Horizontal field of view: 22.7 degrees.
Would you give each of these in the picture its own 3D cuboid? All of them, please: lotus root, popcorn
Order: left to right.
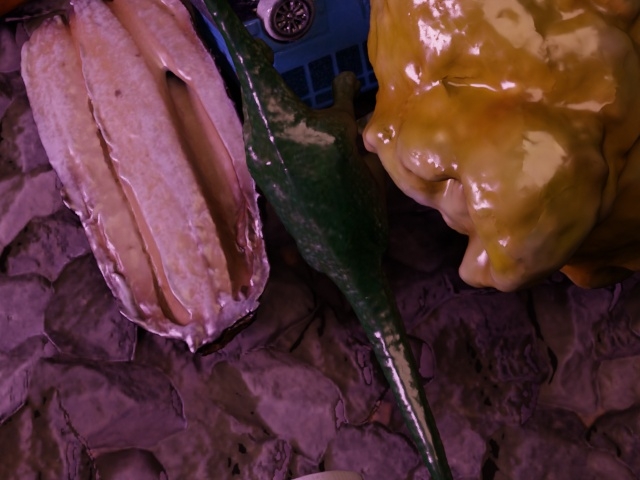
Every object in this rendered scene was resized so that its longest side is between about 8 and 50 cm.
[{"bbox_3d":[-0.122,-0.057,1.273,0.167,0.078,0.329,-26,67,10],"label":"lotus root"},{"bbox_3d":[0.187,-0.116,1.168,0.334,0.294,0.292,-4,45,-38],"label":"popcorn"}]

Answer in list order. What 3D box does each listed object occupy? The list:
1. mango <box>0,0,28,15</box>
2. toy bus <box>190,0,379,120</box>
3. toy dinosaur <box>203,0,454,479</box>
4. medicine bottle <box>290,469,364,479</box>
[{"bbox_3d":[-0.334,-0.248,1.339,0.219,0.112,0.145,5,62,12],"label":"mango"},{"bbox_3d":[0.021,-0.188,1.310,0.234,0.134,0.116,-22,36,-14],"label":"toy bus"},{"bbox_3d":[0.000,0.000,1.148,0.087,0.447,0.301,-23,38,25],"label":"toy dinosaur"},{"bbox_3d":[0.020,0.285,1.062,0.147,0.147,0.247,-14,64,-11],"label":"medicine bottle"}]
